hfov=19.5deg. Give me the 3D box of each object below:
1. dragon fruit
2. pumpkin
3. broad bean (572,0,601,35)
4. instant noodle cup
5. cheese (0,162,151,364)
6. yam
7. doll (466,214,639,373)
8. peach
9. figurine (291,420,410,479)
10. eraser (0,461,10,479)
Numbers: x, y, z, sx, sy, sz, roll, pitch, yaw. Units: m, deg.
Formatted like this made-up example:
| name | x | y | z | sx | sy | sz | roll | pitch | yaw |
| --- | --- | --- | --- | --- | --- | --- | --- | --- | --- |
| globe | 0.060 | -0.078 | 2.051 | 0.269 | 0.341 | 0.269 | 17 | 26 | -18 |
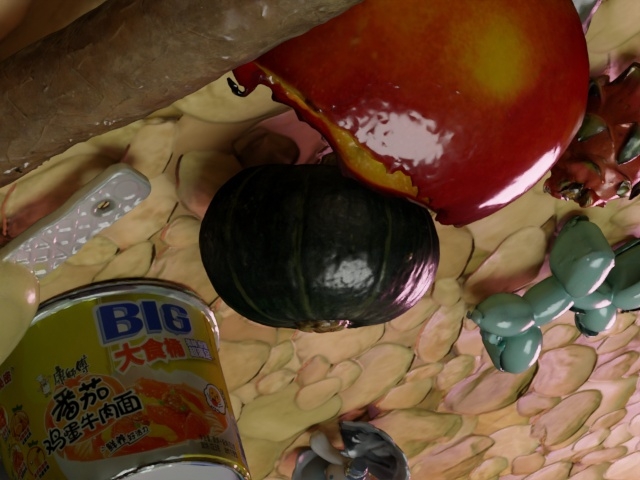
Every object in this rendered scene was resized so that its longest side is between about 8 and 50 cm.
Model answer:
| name | x | y | z | sx | sy | sz | roll | pitch | yaw |
| --- | --- | --- | --- | --- | --- | --- | --- | --- | --- |
| dragon fruit | 0.211 | -0.079 | 1.370 | 0.081 | 0.086 | 0.116 | -19 | 127 | -82 |
| pumpkin | -0.001 | 0.003 | 1.288 | 0.167 | 0.125 | 0.167 | -13 | 168 | -3 |
| broad bean | 0.165 | -0.153 | 1.272 | 0.061 | 0.046 | 0.195 | 12 | 129 | -38 |
| instant noodle cup | -0.144 | 0.150 | 1.382 | 0.205 | 0.153 | 0.205 | -18 | 145 | -13 |
| cheese | -0.222 | 0.028 | 1.263 | 0.255 | 0.050 | 0.127 | -38 | 142 | 14 |
| yam | -0.137 | -0.092 | 1.082 | 0.356 | 0.081 | 0.081 | -27 | 147 | 24 |
| doll | 0.198 | 0.050 | 1.543 | 0.159 | 0.059 | 0.158 | 9 | 132 | -41 |
| peach | 0.047 | -0.099 | 1.144 | 0.226 | 0.190 | 0.196 | -11 | 155 | -29 |
| figurine | 0.026 | 0.198 | 1.616 | 0.086 | 0.094 | 0.082 | -26 | -162 | 52 |
| eraser | -0.234 | 0.250 | 1.431 | 0.227 | 0.174 | 0.081 | 11 | 131 | -41 |
